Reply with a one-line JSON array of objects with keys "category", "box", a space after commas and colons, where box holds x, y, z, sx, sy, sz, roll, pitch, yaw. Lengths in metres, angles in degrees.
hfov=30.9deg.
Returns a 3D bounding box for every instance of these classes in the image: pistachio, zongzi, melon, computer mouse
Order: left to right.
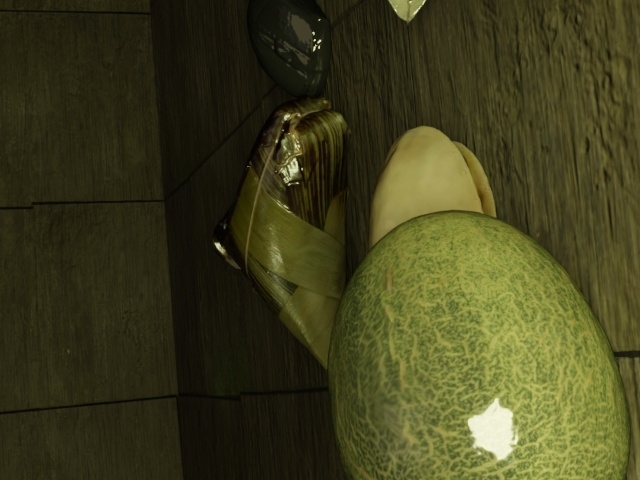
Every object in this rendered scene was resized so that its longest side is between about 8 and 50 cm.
[{"category": "computer mouse", "box": [-0.060, -0.320, 1.744, 0.269, 0.086, 0.137, -116, 29, -48]}, {"category": "zongzi", "box": [0.000, 0.000, 1.575, 0.317, 0.154, 0.289, 55, 145, 24]}, {"category": "pistachio", "box": [0.114, -0.006, 1.202, 0.152, 0.126, 0.223, -17, 68, 37]}, {"category": "melon", "box": [0.127, 0.125, 0.979, 0.248, 0.248, 0.329, 108, 158, -48]}]

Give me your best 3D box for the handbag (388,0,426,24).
[{"category": "handbag", "box": [0.097, -0.369, 1.194, 0.182, 0.117, 0.270, 112, 157, -54]}]
